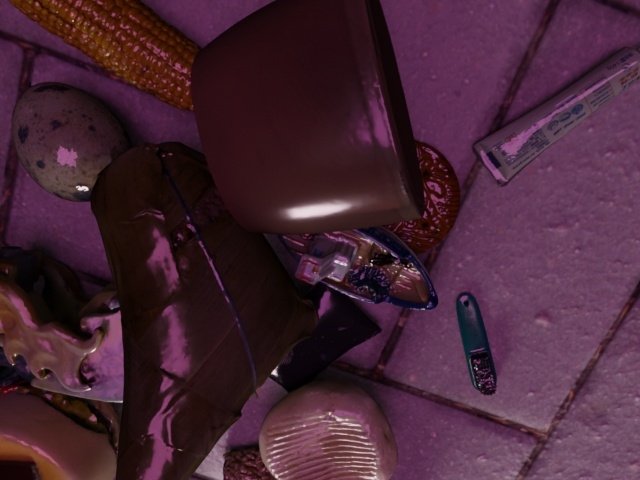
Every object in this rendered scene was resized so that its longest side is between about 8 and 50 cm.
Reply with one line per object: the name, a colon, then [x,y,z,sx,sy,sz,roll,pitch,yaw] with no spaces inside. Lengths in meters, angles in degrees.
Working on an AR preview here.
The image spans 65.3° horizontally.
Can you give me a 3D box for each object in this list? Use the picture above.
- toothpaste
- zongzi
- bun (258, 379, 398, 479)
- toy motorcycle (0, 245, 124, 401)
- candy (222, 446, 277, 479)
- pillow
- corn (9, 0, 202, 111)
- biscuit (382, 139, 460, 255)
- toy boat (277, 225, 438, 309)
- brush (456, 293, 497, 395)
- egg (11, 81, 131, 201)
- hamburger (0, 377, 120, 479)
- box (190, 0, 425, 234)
toothpaste: [0.346,-0.183,0.699,0.268,0.047,0.069,-37,122,16]
zongzi: [-0.203,0.097,0.599,0.174,0.393,0.356,-9,121,43]
bun: [0.016,0.329,0.840,0.231,0.133,0.231,2,104,8]
toy motorcycle: [-0.354,0.131,0.765,0.409,0.169,0.237,6,98,-5]
candy: [-0.133,0.431,0.914,0.110,0.085,0.095,-6,117,-7]
pillow: [-0.019,0.165,0.826,0.208,0.055,0.141,-41,109,15]
corn: [-0.278,-0.283,0.660,0.317,0.115,0.115,34,107,-12]
biscuit: [0.118,-0.061,0.759,0.187,0.027,0.188,1,109,3]
toy boat: [0.047,0.035,0.726,0.262,0.115,0.114,19,123,-3]
brush: [0.261,0.178,0.832,0.043,0.032,0.193,-15,109,8]
egg: [-0.347,-0.138,0.695,0.141,0.141,0.182,-39,84,14]
hamburger: [-0.487,0.360,0.855,0.301,0.170,0.302,2,113,5]
box: [-0.007,-0.149,0.610,0.216,0.301,0.301,-10,108,16]
